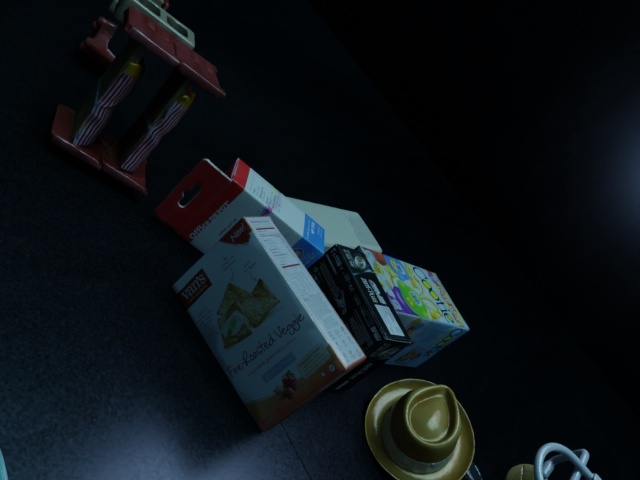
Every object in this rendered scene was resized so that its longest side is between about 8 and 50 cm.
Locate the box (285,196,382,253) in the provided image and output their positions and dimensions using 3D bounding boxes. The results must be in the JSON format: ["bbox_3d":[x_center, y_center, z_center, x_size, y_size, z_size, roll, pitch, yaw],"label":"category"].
[{"bbox_3d":[0.000,0.000,1.148,0.275,0.094,0.113,9,45,-56],"label":"box"}]

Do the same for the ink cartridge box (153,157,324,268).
[{"bbox_3d":[-0.120,-0.027,0.926,0.231,0.134,0.078,40,25,-21],"label":"ink cartridge box"}]

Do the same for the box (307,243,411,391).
[{"bbox_3d":[0.032,0.122,0.948,0.077,0.147,0.180,18,37,-50],"label":"box"}]

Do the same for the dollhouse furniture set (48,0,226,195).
[{"bbox_3d":[-0.286,-0.269,0.948,0.152,0.201,0.374,32,22,-33],"label":"dollhouse furniture set"}]

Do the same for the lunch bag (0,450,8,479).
[{"bbox_3d":[-0.266,0.230,0.307,0.224,0.108,0.279,26,33,-51],"label":"lunch bag"}]

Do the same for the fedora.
[{"bbox_3d":[0.164,0.283,0.932,0.194,0.079,0.194,10,43,-10],"label":"fedora"}]

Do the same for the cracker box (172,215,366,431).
[{"bbox_3d":[-0.072,0.104,0.782,0.232,0.156,0.067,55,24,15],"label":"cracker box"}]

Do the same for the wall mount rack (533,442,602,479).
[{"bbox_3d":[0.374,0.487,0.867,0.350,0.130,0.304,50,48,6],"label":"wall mount rack"}]

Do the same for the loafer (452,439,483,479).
[{"bbox_3d":[0.214,0.374,0.984,0.078,0.076,0.223,51,9,-52],"label":"loafer"}]

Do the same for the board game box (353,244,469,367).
[{"bbox_3d":[0.128,0.130,1.108,0.275,0.144,0.142,20,36,-49],"label":"board game box"}]

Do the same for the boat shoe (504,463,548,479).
[{"bbox_3d":[0.380,0.524,1.007,0.096,0.098,0.277,76,4,-59],"label":"boat shoe"}]
